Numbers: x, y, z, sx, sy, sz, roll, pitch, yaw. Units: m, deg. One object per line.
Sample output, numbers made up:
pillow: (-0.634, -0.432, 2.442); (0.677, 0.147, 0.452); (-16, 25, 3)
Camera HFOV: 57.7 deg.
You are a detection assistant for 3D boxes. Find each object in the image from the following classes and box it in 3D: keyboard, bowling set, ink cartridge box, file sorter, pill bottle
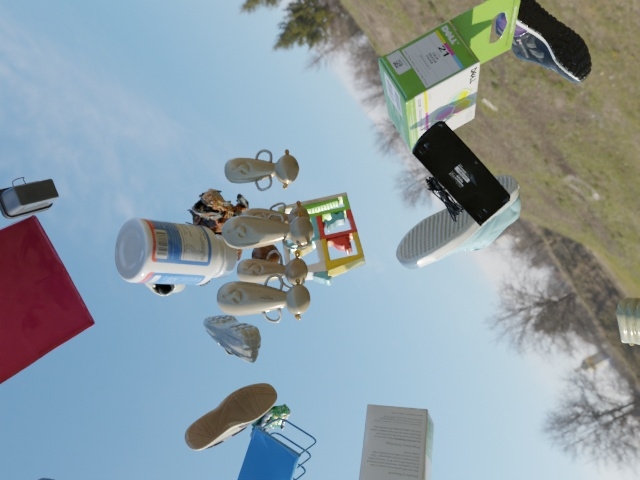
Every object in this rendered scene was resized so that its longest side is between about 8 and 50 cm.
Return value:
keyboard: (0.228, -0.108, 0.990); (0.192, 0.100, 0.038); (45, -166, -15)
bowling set: (-0.071, -0.003, 1.016); (0.200, 0.154, 0.286); (28, -117, -75)
ink cartridge box: (0.237, -0.281, 0.972); (0.097, 0.255, 0.189); (63, -177, 20)
file sorter: (-0.096, 0.498, 1.282); (0.118, 0.170, 0.104); (24, -166, 24)
pill bottle: (-0.279, 0.026, 1.154); (0.222, 0.124, 0.124); (9, -132, -48)

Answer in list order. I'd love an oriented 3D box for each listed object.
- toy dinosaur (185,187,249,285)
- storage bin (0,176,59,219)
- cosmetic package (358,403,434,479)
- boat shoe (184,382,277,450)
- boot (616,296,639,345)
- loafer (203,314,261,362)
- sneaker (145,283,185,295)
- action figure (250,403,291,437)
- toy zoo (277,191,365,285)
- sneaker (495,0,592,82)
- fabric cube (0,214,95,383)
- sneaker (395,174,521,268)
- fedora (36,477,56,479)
toy dinosaur: (-0.244, -0.006, 1.415); (0.164, 0.218, 0.322); (40, 170, 41)
storage bin: (-0.761, -0.122, 1.521); (0.135, 0.091, 0.098); (-25, -82, -48)
cosmetic package: (0.174, 0.591, 1.363); (0.197, 0.155, 0.365); (61, -147, -60)
boat shoe: (-0.256, 0.511, 1.682); (0.103, 0.285, 0.092); (52, 160, 18)
boot: (0.682, 0.178, 1.081); (0.262, 0.203, 0.095); (32, -112, -42)
loafer: (-0.287, 0.306, 1.839); (0.112, 0.319, 0.111); (-7, -81, -30)
sneaker: (-0.459, 0.125, 1.704); (0.121, 0.099, 0.262); (46, 178, 23)
action figure: (-0.149, 0.547, 1.768); (0.137, 0.232, 0.063); (4, -125, -24)
toy zoo: (0.000, 0.000, 1.454); (0.293, 0.192, 0.030); (-103, 0, -45)
sneaker: (0.584, -0.514, 1.535); (0.283, 0.107, 0.124); (46, 163, 2)
fabric cube: (-0.661, 0.130, 1.135); (0.259, 0.258, 0.254); (-36, -70, -46)
sneaker: (0.371, -0.011, 1.491); (0.150, 0.366, 0.135); (60, 177, -33)
fedora: (-0.512, 0.567, 1.077); (0.334, 0.334, 0.152); (55, -141, 0)
